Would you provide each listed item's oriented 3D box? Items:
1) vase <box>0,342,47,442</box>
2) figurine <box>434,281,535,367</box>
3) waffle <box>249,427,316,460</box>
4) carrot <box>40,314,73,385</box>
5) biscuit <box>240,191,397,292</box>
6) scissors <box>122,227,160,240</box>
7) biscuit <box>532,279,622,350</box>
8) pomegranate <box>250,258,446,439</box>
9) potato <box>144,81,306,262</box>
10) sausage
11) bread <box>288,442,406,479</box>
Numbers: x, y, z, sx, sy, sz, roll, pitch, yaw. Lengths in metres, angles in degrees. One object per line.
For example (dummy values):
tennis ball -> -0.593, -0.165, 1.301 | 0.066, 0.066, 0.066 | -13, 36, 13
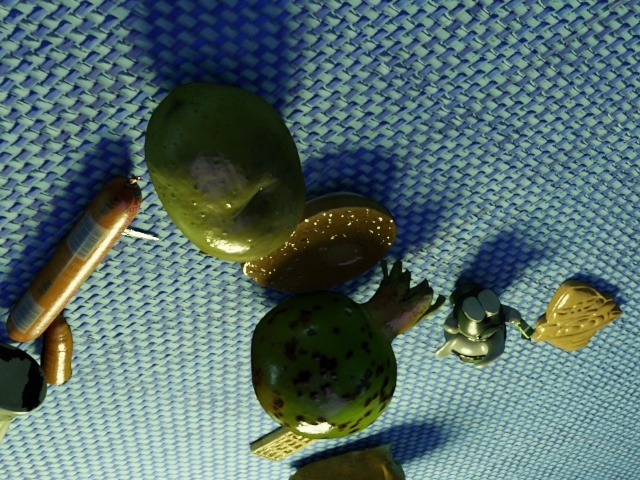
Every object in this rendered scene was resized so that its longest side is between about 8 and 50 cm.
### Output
vase -> -0.533, 0.294, 1.491 | 0.165, 0.165, 0.360 | 18, 130, -41
figurine -> 0.248, 0.138, 1.650 | 0.147, 0.126, 0.192 | -32, 161, -12
waffle -> -0.056, 0.368, 1.927 | 0.135, 0.021, 0.092 | -31, 143, 21
carrot -> -0.365, 0.150, 1.444 | 0.048, 0.048, 0.139 | -4, 143, -20
biscuit -> 0.000, 0.000, 1.392 | 0.208, 0.049, 0.181 | -31, 144, 21
scissors -> -0.237, -0.010, 1.308 | 0.083, 0.006, 0.036 | 15, 133, -39
biscuit -> 0.446, 0.134, 1.814 | 0.162, 0.035, 0.250 | -25, 144, 4
pomegranate -> 0.021, 0.145, 1.486 | 0.231, 0.231, 0.286 | 16, 112, -40
potato -> -0.104, -0.076, 1.158 | 0.169, 0.143, 0.248 | -53, 145, -17
sausage -> -0.310, 0.030, 1.290 | 0.053, 0.053, 0.348 | 12, 136, -37
bread -> 0.081, 0.571, 2.071 | 0.250, 0.279, 0.225 | -19, 160, 4
